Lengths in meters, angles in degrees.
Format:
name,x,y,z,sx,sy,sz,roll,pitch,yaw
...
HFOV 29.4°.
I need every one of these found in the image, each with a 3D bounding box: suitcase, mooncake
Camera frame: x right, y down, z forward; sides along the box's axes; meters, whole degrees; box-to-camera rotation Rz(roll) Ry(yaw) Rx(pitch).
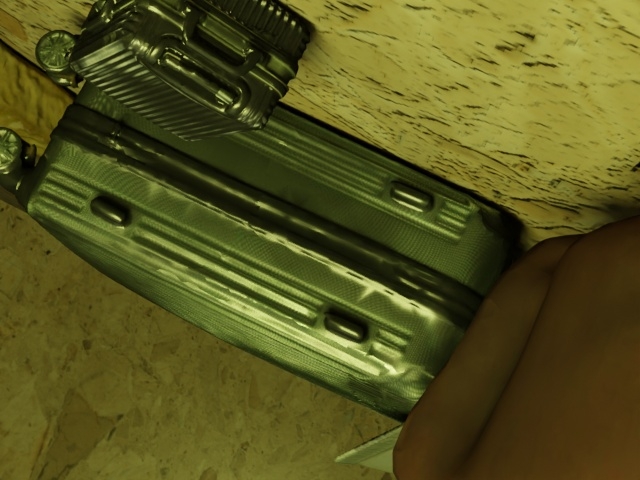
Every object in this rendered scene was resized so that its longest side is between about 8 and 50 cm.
name,x,y,z,sx,sy,sz,roll,pitch,yaw
suitcase,-0.037,0.000,0.755,0.312,0.128,0.202,25,169,10
suitcase,-0.064,-0.090,0.563,0.086,0.059,0.126,30,169,-22
mooncake,0.201,0.112,0.531,0.325,0.174,0.334,29,170,-19

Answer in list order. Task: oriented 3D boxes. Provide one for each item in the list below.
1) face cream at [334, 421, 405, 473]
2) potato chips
name,x,y,z,sx,sy,sz,roll,pitch,yaw
face cream,0.169,0.131,0.766,0.314,0.089,0.143,11,150,-39
potato chips,-0.208,-0.082,1.036,0.080,0.057,0.407,18,168,31
